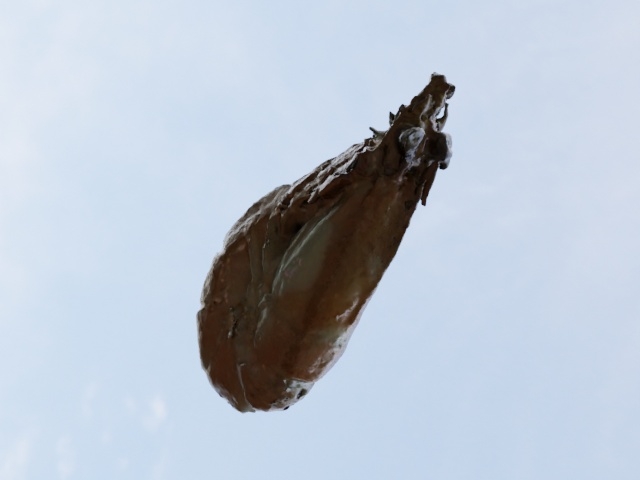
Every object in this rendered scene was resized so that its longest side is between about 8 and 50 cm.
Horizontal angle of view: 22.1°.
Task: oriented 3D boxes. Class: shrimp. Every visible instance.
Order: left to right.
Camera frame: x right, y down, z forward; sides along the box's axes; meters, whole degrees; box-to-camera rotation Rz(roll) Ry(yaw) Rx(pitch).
[{"bbox_3d":[0.000,0.000,0.727,0.184,0.043,0.091,-49,-126,23],"label":"shrimp"}]
